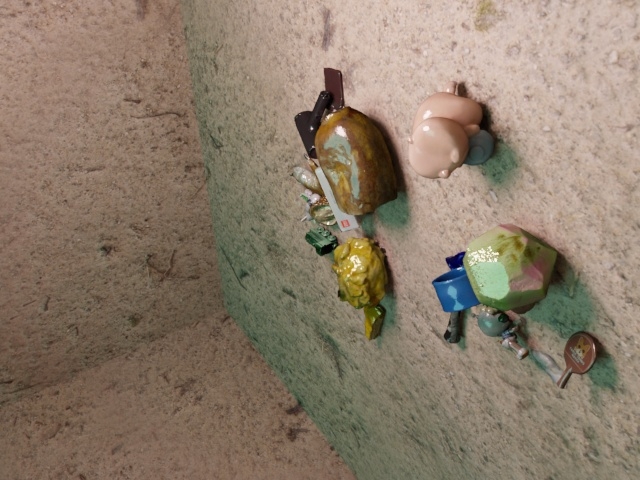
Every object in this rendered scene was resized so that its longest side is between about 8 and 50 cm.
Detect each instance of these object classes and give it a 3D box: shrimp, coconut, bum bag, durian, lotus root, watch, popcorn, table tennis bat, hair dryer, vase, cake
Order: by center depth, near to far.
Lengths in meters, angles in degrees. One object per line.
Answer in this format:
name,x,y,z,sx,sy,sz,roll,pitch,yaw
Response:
coconut,0.505,0.072,1.463,0.236,0.236,0.205,30,158,51
table tennis bat,0.718,0.329,1.484,0.107,0.119,0.170,-109,35,-61
watch,0.426,0.125,1.654,0.171,0.200,0.196,61,149,5
lotus root,0.116,-0.274,1.871,0.250,0.250,0.346,3,120,61
vase,0.451,0.267,1.871,0.059,0.059,0.167,39,142,43
bum bag,0.045,-0.545,2.028,0.109,0.026,0.159,33,137,50
hair dryer,-0.018,-0.456,2.095,0.251,0.089,0.197,114,145,-52
popcorn,0.152,0.122,2.149,0.252,0.215,0.286,-94,-2,-63
shrimp,-0.028,-0.253,2.272,0.185,0.068,0.287,40,173,-5
durian,0.040,-0.136,2.277,0.188,0.091,0.148,-11,138,41
cake,0.207,0.333,2.354,0.116,0.079,0.185,47,152,29

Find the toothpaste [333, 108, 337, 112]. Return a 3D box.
toothpaste,0.074,-0.346,2.091,0.099,0.068,0.282,13,133,4

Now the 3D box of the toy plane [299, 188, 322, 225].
toy plane,-0.036,-0.140,2.431,0.174,0.080,0.174,38,139,43

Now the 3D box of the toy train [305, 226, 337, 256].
toy train,0.000,0.000,2.440,0.170,0.111,0.071,36,138,44

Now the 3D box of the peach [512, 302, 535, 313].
peach,0.559,0.164,1.566,0.083,0.083,0.083,42,144,41

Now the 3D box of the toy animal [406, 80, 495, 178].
toy animal,0.324,-0.277,1.500,0.229,0.221,0.210,52,146,27

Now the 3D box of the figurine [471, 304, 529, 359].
figurine,0.546,0.263,1.662,0.197,0.093,0.147,41,166,29

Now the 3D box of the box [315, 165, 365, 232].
box,0.080,-0.175,2.067,0.079,0.135,0.269,-15,112,26
